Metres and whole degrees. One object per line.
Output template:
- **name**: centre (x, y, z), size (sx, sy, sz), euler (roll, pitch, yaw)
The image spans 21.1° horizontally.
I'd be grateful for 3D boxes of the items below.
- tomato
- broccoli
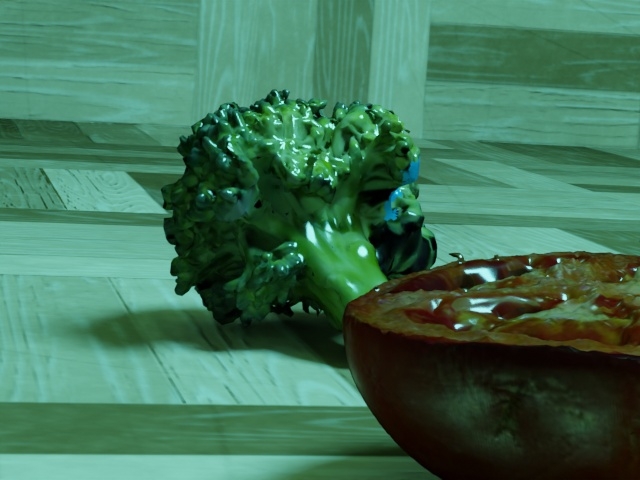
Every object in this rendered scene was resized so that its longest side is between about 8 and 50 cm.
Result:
- **tomato**: centre (0.102, 0.053, 0.616), size (0.166, 0.082, 0.174), euler (4, 11, 34)
- **broccoli**: centre (0.000, 0.000, 0.888), size (0.154, 0.167, 0.160), euler (-31, 50, -16)
